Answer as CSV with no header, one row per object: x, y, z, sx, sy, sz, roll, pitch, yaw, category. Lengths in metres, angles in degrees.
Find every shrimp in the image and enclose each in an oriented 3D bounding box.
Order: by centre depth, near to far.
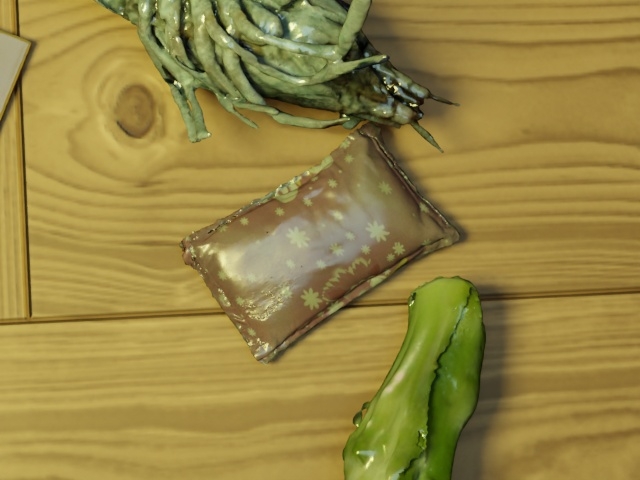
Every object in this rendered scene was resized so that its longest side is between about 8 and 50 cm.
-0.086,-0.186,1.342,0.411,0.166,0.221,26,80,9,shrimp

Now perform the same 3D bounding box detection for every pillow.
0.000,0.000,1.377,0.185,0.043,0.118,-34,90,-11,pillow

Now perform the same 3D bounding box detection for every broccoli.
0.068,0.168,1.331,0.165,0.145,0.304,0,68,30,broccoli

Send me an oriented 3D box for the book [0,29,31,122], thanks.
-0.297,-0.089,1.363,0.118,0.012,0.172,21,80,-5,book
